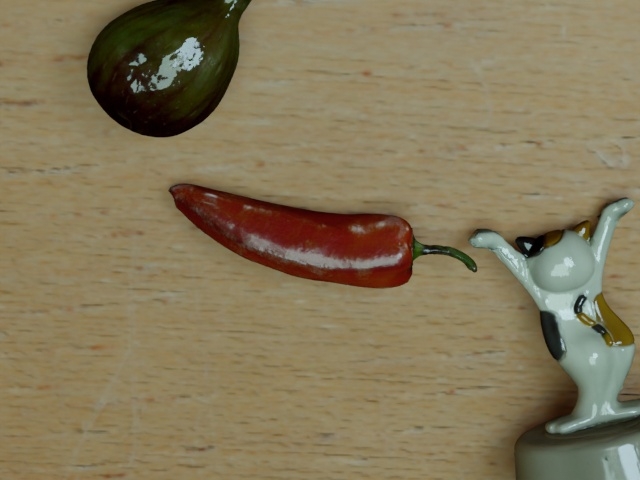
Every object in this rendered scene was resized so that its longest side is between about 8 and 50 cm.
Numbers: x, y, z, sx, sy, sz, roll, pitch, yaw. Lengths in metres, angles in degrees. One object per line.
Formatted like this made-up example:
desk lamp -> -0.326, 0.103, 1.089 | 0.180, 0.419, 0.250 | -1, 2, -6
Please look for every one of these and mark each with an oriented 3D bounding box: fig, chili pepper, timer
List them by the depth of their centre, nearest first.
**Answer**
fig -> -0.115, -0.154, 1.211 | 0.109, 0.103, 0.154 | 29, 115, -34
chili pepper -> 0.000, 0.000, 1.287 | 0.272, 0.071, 0.063 | 10, 147, 0
timer -> 0.230, 0.105, 1.300 | 0.175, 0.175, 0.266 | -13, 92, 2
